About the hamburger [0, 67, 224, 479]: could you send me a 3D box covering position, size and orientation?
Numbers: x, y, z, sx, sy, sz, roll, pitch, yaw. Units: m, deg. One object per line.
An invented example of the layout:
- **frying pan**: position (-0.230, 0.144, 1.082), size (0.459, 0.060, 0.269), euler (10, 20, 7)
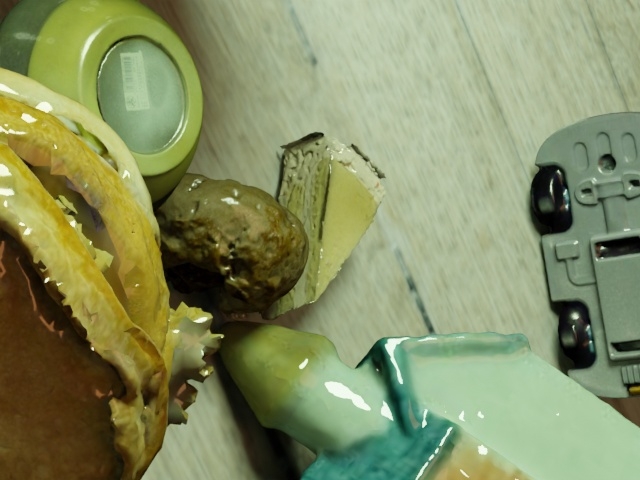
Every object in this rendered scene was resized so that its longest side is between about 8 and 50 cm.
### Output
- **hamburger**: position (-0.169, 0.044, 0.753), size (0.260, 0.211, 0.245), euler (7, 103, -11)

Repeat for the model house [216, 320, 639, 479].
- **model house**: position (0.060, 0.164, 1.081), size (0.325, 0.194, 0.267), euler (38, 63, 1)

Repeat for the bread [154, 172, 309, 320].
- **bread**: position (-0.054, 0.004, 1.016), size (0.113, 0.082, 0.060), euler (34, 61, -36)

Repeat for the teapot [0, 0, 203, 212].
- **teapot**: position (-0.131, -0.049, 0.908), size (0.130, 0.119, 0.165), euler (11, 76, -44)

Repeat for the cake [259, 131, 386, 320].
- **cake**: position (0.000, 0.000, 1.092), size (0.065, 0.052, 0.121), euler (38, 52, -41)

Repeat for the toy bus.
- **toy bus**: position (0.249, 0.006, 1.326), size (0.136, 0.126, 0.209), euler (-10, 90, -57)
